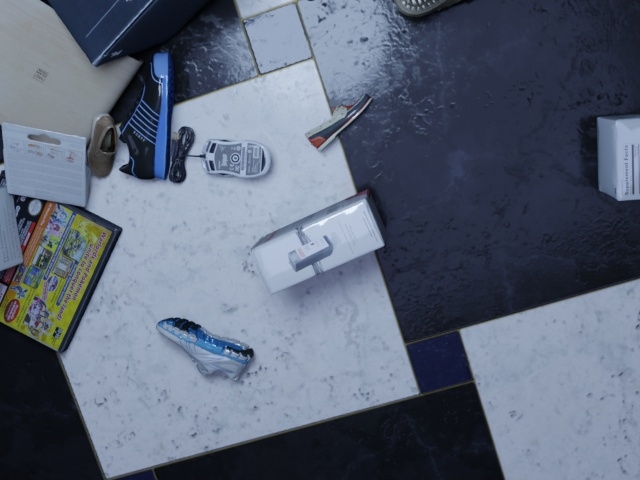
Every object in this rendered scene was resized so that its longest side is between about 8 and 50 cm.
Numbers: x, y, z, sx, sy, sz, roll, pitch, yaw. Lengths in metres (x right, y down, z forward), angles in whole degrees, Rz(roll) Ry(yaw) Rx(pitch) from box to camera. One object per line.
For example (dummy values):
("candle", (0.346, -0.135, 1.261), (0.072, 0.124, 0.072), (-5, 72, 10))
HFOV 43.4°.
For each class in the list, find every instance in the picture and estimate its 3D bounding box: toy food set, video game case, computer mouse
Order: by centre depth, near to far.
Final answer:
("toy food set", (-0.489, -0.299, 1.394), (0.306, 0.092, 0.219), (29, 104, -34))
("computer mouse", (-0.181, -0.149, 1.470), (0.193, 0.042, 0.106), (7, 95, 10))
("video game case", (-0.546, 0.042, 1.540), (0.248, 0.035, 0.275), (27, 100, 1))

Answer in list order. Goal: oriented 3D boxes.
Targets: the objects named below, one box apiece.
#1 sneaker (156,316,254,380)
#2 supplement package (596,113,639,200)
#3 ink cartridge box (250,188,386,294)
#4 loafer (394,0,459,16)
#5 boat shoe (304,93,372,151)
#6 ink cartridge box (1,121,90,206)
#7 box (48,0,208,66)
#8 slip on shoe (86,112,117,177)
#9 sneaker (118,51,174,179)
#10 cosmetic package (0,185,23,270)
("sneaker", (-0.228, 0.211, 1.521), (0.191, 0.071, 0.083), (24, 107, 2))
("supplement package", (0.600, -0.148, 1.340), (0.244, 0.139, 0.133), (-4, 100, 6))
("ink cartridge box", (0.000, 0.000, 1.415), (0.218, 0.158, 0.092), (-22, 97, 9))
("loafer", (0.236, -0.456, 1.354), (0.268, 0.092, 0.102), (-24, 98, -7))
("boat shoe", (0.033, -0.217, 1.434), (0.137, 0.049, 0.043), (-41, 91, 15))
("ink cartridge box", (-0.486, -0.143, 1.432), (0.145, 0.045, 0.179), (10, 137, -9))
("box", (-0.334, -0.538, 1.277), (0.293, 0.212, 0.395), (-29, 96, 40))
("slip on shoe", (-0.390, -0.165, 1.458), (0.041, 0.051, 0.135), (44, 133, 30))
("sneaker", (-0.315, -0.224, 1.449), (0.090, 0.081, 0.232), (6, 101, -2))
("cosmetic package", (-0.649, -0.010, 1.430), (0.151, 0.183, 0.151), (-6, 99, 6))
